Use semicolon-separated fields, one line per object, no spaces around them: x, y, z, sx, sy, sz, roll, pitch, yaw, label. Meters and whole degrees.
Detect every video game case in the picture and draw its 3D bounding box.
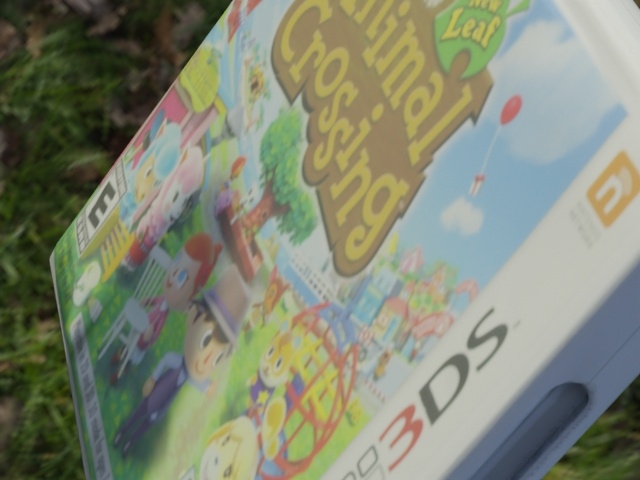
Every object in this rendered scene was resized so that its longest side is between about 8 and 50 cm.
0.000;0.000;0.439;0.023;0.193;0.212;26;26;-29;video game case
